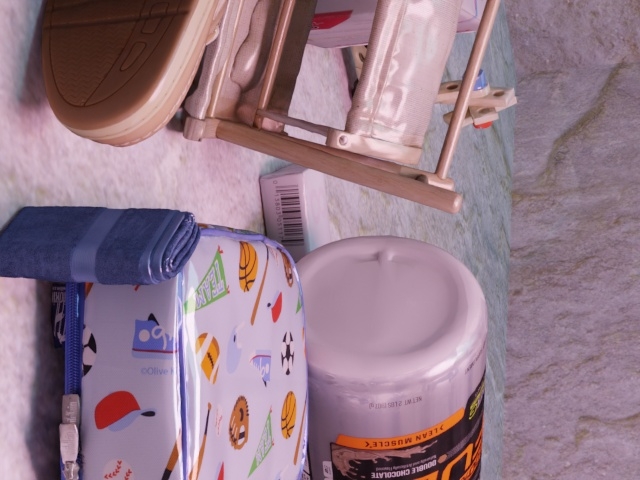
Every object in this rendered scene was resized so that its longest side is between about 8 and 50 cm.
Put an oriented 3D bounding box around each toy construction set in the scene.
[{"bbox_3d":[0.137,-0.285,1.496,0.215,0.151,0.328,-35,114,-25],"label":"toy construction set"}]

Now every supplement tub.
[{"bbox_3d":[0.061,0.178,1.106,0.207,0.207,0.338,-75,165,-47],"label":"supplement tub"}]

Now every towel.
[{"bbox_3d":[-0.139,0.005,0.679,0.067,0.119,0.029,-66,155,-56],"label":"towel"}]

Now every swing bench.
[{"bbox_3d":[0.033,-0.185,0.976,0.165,0.254,0.253,-62,168,-81],"label":"swing bench"}]

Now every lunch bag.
[{"bbox_3d":[-0.094,0.111,0.821,0.303,0.115,0.243,12,78,-74],"label":"lunch bag"}]

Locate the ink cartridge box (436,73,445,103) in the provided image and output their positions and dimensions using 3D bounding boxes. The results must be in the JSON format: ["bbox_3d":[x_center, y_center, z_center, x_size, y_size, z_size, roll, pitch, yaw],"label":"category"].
[{"bbox_3d":[0.120,-0.274,1.612,0.063,0.109,0.151,-43,127,-67],"label":"ink cartridge box"}]

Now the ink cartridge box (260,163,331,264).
[{"bbox_3d":[0.000,0.000,1.256,0.232,0.066,0.189,-30,115,-67],"label":"ink cartridge box"}]

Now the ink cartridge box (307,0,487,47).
[{"bbox_3d":[0.059,-0.294,1.215,0.306,0.226,0.131,-27,113,-74],"label":"ink cartridge box"}]

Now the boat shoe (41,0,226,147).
[{"bbox_3d":[-0.110,-0.189,0.809,0.110,0.121,0.341,65,26,-49],"label":"boat shoe"}]
